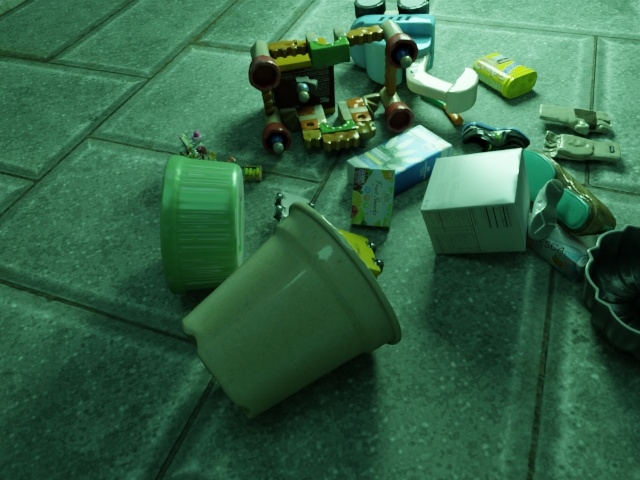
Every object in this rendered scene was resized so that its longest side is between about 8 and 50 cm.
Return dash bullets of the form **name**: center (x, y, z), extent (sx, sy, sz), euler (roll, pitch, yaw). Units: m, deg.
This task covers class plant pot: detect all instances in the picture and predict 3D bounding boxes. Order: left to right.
- **plant pot**: center (-0.072, 0.150, 0.997), extent (0.305, 0.334, 0.334), euler (-37, 53, -13)

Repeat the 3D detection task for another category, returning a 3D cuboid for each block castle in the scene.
- **block castle**: center (0.036, -0.416, 1.508), extent (0.453, 0.303, 0.213), euler (-10, 47, -4)

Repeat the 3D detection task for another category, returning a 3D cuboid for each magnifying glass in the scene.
- **magnifying glass**: center (0.390, -0.435, 1.690), extent (0.092, 0.026, 0.231), euler (-12, 45, -7)

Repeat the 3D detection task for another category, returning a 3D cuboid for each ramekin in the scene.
- **ramekin**: center (-0.248, -0.034, 1.179), extent (0.148, 0.303, 0.303), euler (0, 46, -5)

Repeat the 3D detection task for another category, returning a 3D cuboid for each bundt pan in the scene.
- **bundt pan**: center (0.684, 0.123, 1.063), extent (0.330, 0.124, 0.331), euler (-2, 46, 2)

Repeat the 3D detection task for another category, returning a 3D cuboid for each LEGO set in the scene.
- **LEGO set**: center (-0.302, -0.234, 1.495), extent (0.287, 0.107, 0.132), euler (27, 54, 27)

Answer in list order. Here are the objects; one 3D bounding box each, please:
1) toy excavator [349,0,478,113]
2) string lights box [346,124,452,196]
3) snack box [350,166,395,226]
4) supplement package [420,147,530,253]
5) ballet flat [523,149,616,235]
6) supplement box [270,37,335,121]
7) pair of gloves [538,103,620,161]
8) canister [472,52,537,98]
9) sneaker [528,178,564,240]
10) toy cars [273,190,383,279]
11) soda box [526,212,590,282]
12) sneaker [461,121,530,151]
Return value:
- **toy excavator**: center (0.284, -0.577, 1.714), extent (0.432, 0.222, 0.445), euler (5, 55, 13)
- **string lights box**: center (0.213, -0.207, 1.448), extent (0.259, 0.077, 0.133), euler (-29, 50, -21)
- **snack box**: center (0.130, -0.108, 1.324), extent (0.100, 0.141, 0.037), euler (5, 10, 9)
- **supplement package**: center (0.364, -0.087, 1.235), extent (0.203, 0.149, 0.194), euler (-3, 44, 30)
- **ballet flat**: center (0.593, -0.112, 1.297), extent (0.124, 0.116, 0.342), euler (14, 26, -19)
- **supplement box**: center (-0.062, -0.497, 1.665), extent (0.191, 0.194, 0.129), euler (-12, 47, -7)
- **pair of gloves**: center (0.729, -0.304, 1.523), extent (0.204, 0.042, 0.240), euler (7, 49, 6)
- **canister**: center (0.593, -0.538, 1.735), extent (0.126, 0.073, 0.170), euler (-24, 48, -18)
- **sneaker**: center (0.510, -0.063, 1.223), extent (0.053, 0.061, 0.152), euler (26, 76, 1)
- **toy cars**: center (0.000, 0.000, 1.259), extent (0.393, 0.087, 0.176), euler (36, 24, 34)
- **soda box**: center (0.539, 0.010, 1.227), extent (0.063, 0.058, 0.183), euler (-25, 49, -19)
- **sneaker**: center (0.493, -0.282, 1.516), extent (0.188, 0.067, 0.078), euler (13, 70, 14)
